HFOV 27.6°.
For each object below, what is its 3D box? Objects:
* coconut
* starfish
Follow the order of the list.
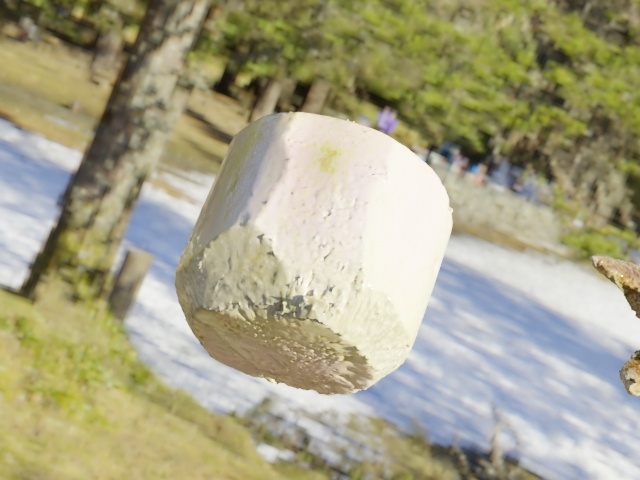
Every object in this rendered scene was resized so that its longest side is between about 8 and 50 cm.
[{"bbox_3d":[0.000,0.000,0.762,0.147,0.153,0.147,16,-28,9],"label":"coconut"},{"bbox_3d":[0.321,0.090,1.080,0.235,0.062,0.277,29,46,-6],"label":"starfish"}]
